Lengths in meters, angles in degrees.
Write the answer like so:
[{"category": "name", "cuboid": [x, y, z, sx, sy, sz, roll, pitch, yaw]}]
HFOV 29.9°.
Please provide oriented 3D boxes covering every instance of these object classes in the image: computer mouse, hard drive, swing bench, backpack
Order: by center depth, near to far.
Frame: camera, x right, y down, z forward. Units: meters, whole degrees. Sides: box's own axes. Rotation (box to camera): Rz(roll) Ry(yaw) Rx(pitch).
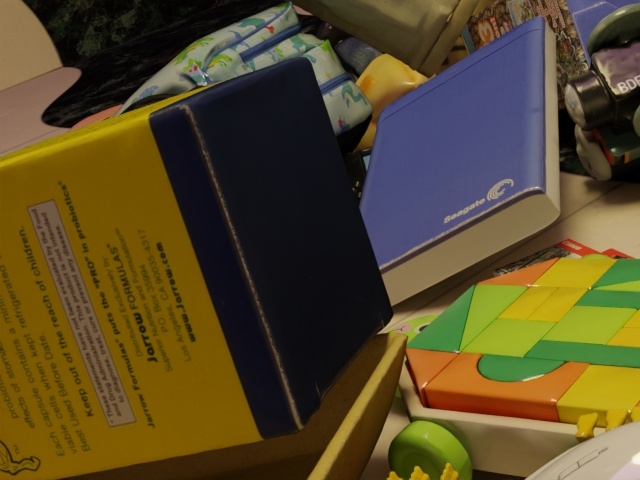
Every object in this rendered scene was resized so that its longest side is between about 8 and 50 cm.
[{"category": "computer mouse", "cuboid": [0.115, 0.122, 0.566, 0.193, 0.042, 0.106, -22, 19, 8]}, {"category": "hard drive", "cuboid": [0.129, -0.080, 1.143, 0.210, 0.040, 0.319, -30, 26, 28]}, {"category": "backpack", "cuboid": [-0.095, -0.120, 1.349, 0.355, 0.273, 0.290, -18, -14, -45]}, {"category": "swing bench", "cuboid": [0.062, -0.331, 1.442, 0.253, 0.165, 0.255, 28, 36, -2]}]

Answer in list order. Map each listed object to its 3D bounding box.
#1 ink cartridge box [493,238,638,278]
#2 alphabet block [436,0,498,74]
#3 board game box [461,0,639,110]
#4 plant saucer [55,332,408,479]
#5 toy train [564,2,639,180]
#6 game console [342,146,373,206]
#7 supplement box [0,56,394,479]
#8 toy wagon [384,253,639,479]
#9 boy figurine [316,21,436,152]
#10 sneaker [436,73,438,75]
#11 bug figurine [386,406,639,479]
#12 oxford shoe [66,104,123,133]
[{"category": "ink cartridge box", "cuboid": [0.211, 0.024, 1.008, 0.115, 0.029, 0.063, -22, 20, -14]}, {"category": "alphabet block", "cuboid": [0.231, -0.321, 1.676, 0.193, 0.197, 0.192, 2, 27, 43]}, {"category": "board game box", "cuboid": [0.326, -0.244, 1.362, 0.232, 0.141, 0.291, -21, 4, -12]}, {"category": "plant saucer", "cuboid": [-0.120, 0.177, 0.712, 0.332, 0.081, 0.333, -15, 11, 19]}, {"category": "toy train", "cuboid": [0.393, -0.160, 1.145, 0.333, 0.190, 0.142, -23, 58, 0]}, {"category": "game console", "cuboid": [0.086, -0.061, 1.283, 0.122, 0.107, 0.071, -14, -9, 6]}, {"category": "supplement box", "cuboid": [-0.164, 0.032, 0.786, 0.356, 0.195, 0.194, -14, 11, 23]}, {"category": "toy wagon", "cuboid": [0.154, 0.085, 0.830, 0.344, 0.068, 0.267, 1, 26, 41]}, {"category": "boy figurine", "cuboid": [0.072, -0.181, 1.530, 0.177, 0.092, 0.285, -48, 40, 4]}, {"category": "sneaker", "cuboid": [0.090, -0.194, 1.633, 0.169, 0.071, 0.068, -11, 20, 17]}, {"category": "bug figurine", "cuboid": [0.088, 0.195, 0.584, 0.216, 0.072, 0.279, -11, 24, 33]}, {"category": "oxford shoe", "cuboid": [-0.180, -0.145, 1.564, 0.397, 0.140, 0.146, -30, 22, 17]}]
